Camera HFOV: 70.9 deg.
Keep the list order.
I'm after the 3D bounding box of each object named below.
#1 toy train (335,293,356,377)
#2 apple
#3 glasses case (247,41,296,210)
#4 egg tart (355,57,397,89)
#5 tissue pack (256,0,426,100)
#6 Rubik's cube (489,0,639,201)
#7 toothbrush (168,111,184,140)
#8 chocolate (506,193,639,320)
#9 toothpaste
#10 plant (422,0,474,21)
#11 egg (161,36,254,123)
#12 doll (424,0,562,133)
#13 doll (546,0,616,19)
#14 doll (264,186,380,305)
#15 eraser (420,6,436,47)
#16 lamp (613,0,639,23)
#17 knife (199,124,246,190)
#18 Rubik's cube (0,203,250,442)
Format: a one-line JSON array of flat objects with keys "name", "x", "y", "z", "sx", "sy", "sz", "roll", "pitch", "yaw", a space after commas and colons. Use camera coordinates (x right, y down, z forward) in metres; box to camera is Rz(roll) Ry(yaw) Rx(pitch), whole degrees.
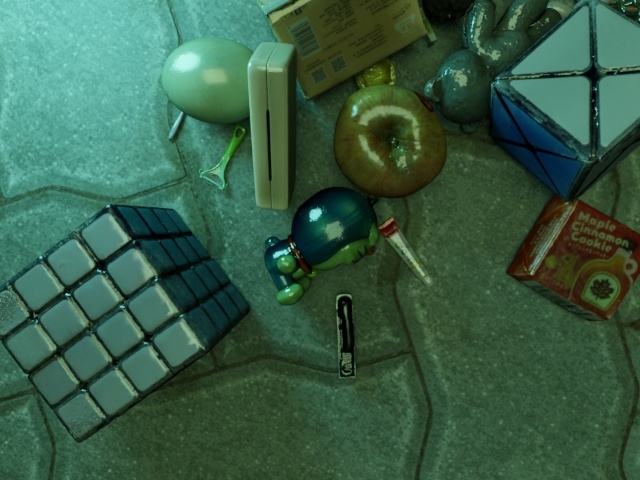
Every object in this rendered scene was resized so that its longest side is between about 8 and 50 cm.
[{"name": "toy train", "x": 0.062, "y": 0.233, "z": 1.108, "sx": 0.043, "sy": 0.047, "sz": 0.207, "roll": -2, "pitch": 93, "yaw": 3}, {"name": "apple", "x": 0.151, "y": -0.217, "z": 1.003, "sx": 0.261, "sy": 0.194, "sz": 0.260, "roll": 0, "pitch": 96, "yaw": 3}, {"name": "glasses case", "x": -0.097, "y": -0.234, "z": 0.964, "sx": 0.076, "sy": 0.144, "sz": 0.336, "roll": 5, "pitch": 129, "yaw": 2}, {"name": "egg tart", "x": 0.131, "y": -0.391, "z": 1.069, "sx": 0.105, "sy": 0.039, "sz": 0.105, "roll": 0, "pitch": 93, "yaw": 3}, {"name": "tissue pack", "x": 0.037, "y": -0.506, "z": 1.004, "sx": 0.306, "sy": 0.238, "sz": 0.238, "roll": -27, "pitch": 92, "yaw": 6}, {"name": "Rubik's cube", "x": 0.529, "y": -0.271, "z": 0.915, "sx": 0.255, "sy": 0.259, "sz": 0.260, "roll": -41, "pitch": 70, "yaw": 7}, {"name": "toothbrush", "x": -0.333, "y": -0.334, "z": 1.113, "sx": 0.013, "sy": 0.019, "sz": 0.193, "roll": 28, "pitch": 96, "yaw": 1}, {"name": "chocolate", "x": 0.601, "y": 0.040, "z": 1.035, "sx": 0.238, "sy": 0.108, "sz": 0.234, "roll": 31, "pitch": 93, "yaw": 3}, {"name": "toothpaste", "x": 0.212, "y": 0.032, "z": 1.097, "sx": 0.048, "sy": 0.031, "sz": 0.190, "roll": -37, "pitch": 88, "yaw": 8}, {"name": "plant", "x": 0.288, "y": -0.616, "z": 0.999, "sx": 0.165, "sy": 0.142, "sz": 0.255, "roll": 6, "pitch": 83, "yaw": 3}, {"name": "egg", "x": -0.233, "y": -0.360, "z": 1.020, "sx": 0.253, "sy": 0.186, "sz": 0.186, "roll": 1, "pitch": 94, "yaw": 6}, {"name": "doll", "x": 0.380, "y": -0.407, "z": 1.011, "sx": 0.246, "sy": 0.158, "sz": 0.340, "roll": 35, "pitch": 92, "yaw": -34}, {"name": "doll", "x": 0.595, "y": -0.504, "z": 1.025, "sx": 0.160, "sy": 0.059, "sz": 0.161, "roll": 44, "pitch": 94, "yaw": 1}, {"name": "doll", "x": 0.000, "y": 0.000, "z": 1.023, "sx": 0.322, "sy": 0.198, "sz": 0.186, "roll": -36, "pitch": 93, "yaw": 8}, {"name": "eraser", "x": 0.245, "y": -0.501, "z": 1.056, "sx": 0.019, "sy": 0.038, "sz": 0.083, "roll": -28, "pitch": 92, "yaw": 0}, {"name": "lamp", "x": 0.702, "y": -0.491, "z": 0.961, "sx": 0.151, "sy": 0.223, "sz": 0.214, "roll": -1, "pitch": 104, "yaw": 22}, {"name": "knife", "x": -0.234, "y": -0.210, "z": 1.111, "sx": 0.078, "sy": 0.022, "sz": 0.166, "roll": 30, "pitch": 96, "yaw": -5}, {"name": "Rubik's cube", "x": -0.411, "y": 0.149, "z": 0.984, "sx": 0.344, "sy": 0.344, "sz": 0.337, "roll": -36, "pitch": 92, "yaw": 4}]
